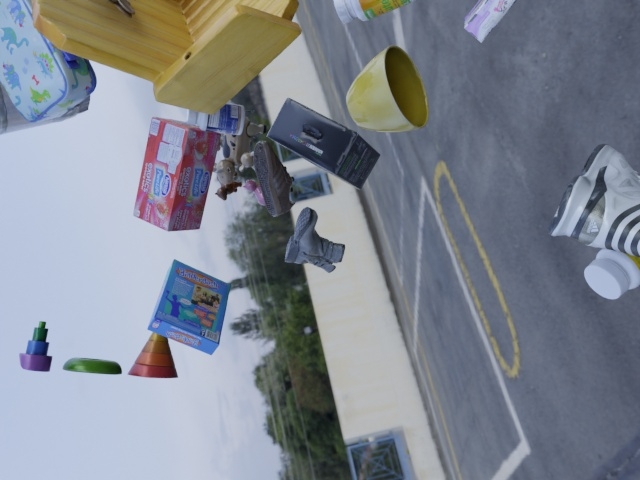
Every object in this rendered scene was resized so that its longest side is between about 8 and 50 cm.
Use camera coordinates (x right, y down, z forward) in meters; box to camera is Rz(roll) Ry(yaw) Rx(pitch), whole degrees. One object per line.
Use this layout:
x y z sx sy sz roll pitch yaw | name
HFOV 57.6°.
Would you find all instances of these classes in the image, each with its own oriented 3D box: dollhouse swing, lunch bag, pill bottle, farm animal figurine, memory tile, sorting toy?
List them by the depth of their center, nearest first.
-0.381 -0.445 0.981 0.148 0.012 0.113 35 -160 -46 | memory tile
-0.273 -0.450 1.009 0.305 0.315 0.347 29 -149 -48 | dollhouse swing
-0.514 -0.339 1.059 0.090 0.176 0.219 -37 -77 -53 | lunch bag
-0.230 -0.270 1.274 0.067 0.120 0.067 -175 90 -72 | pill bottle
-0.489 0.245 1.337 0.127 0.365 0.126 -7 73 48 | sorting toy
0.749 0.043 1.408 0.119 0.208 0.119 49 164 20 | pill bottle
0.172 -0.788 1.863 0.136 0.245 0.137 45 -143 -50 | pill bottle
-0.260 -0.265 1.903 0.172 0.330 0.327 -9 -84 -51 | farm animal figurine

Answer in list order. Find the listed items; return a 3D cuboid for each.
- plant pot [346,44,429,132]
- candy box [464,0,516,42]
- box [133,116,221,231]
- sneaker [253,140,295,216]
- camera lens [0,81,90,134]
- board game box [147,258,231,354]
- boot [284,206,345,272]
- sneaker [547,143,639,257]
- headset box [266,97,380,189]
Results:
0.098 -0.227 0.925 0.134 0.095 0.134 26 -123 -47 | plant pot
0.498 -0.679 1.693 0.070 0.165 0.196 37 -150 -7 | candy box
-0.355 -0.162 1.438 0.122 0.128 0.257 -7 -65 -59 | box
-0.108 -0.154 1.390 0.066 0.071 0.189 24 131 46 | sneaker
-0.778 -0.405 1.518 0.219 0.274 0.220 25 127 37 | camera lens
-0.304 0.154 1.377 0.047 0.160 0.210 -53 20 31 | board game box
0.000 0.000 1.670 0.247 0.161 0.084 116 163 -53 | boot
0.677 -0.066 1.271 0.447 0.257 0.169 -34 -36 -50 | sneaker
0.012 -0.279 1.702 0.131 0.246 0.283 -61 -20 6 | headset box
